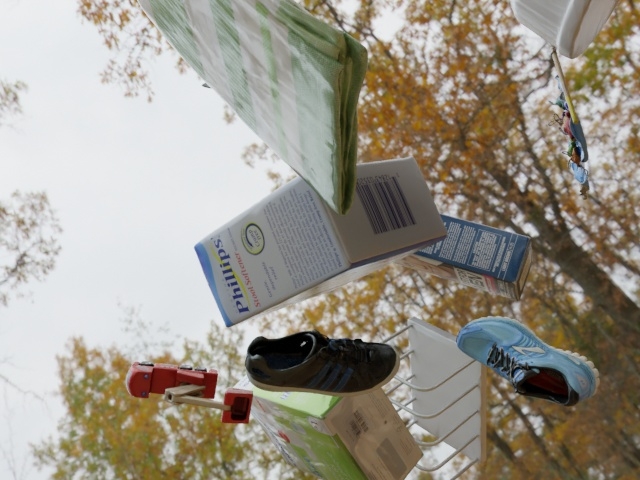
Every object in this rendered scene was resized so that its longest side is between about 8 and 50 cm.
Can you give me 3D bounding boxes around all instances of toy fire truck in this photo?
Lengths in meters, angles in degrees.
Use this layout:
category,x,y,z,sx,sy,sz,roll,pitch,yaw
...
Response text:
category,x,y,z,sx,sy,sz,roll,pitch,yaw
toy fire truck,-0.204,0.231,1.073,0.192,0.135,0.047,8,-87,-10

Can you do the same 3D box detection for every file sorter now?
category,x,y,z,sx,sy,sz,roll,pitch,yaw
file sorter,0.207,0.336,1.412,0.173,0.193,0.277,-24,-59,-34

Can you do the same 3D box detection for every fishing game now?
category,x,y,z,sx,sy,sz,roll,pitch,yaw
fishing game,0.383,-0.163,1.088,0.041,0.189,0.264,-15,-23,18

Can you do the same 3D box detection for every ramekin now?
category,x,y,z,sx,sy,sz,roll,pitch,yaw
ramekin,0.404,-0.429,1.076,0.273,0.127,0.272,-48,-20,-24

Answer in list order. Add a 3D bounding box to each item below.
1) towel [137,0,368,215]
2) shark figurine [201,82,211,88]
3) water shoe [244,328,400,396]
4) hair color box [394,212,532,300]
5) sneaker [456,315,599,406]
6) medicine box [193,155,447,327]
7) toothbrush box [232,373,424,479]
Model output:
category,x,y,z,sx,sy,sz,roll,pitch,yaw
towel,-0.081,-0.186,0.614,0.038,0.325,0.248,-40,-18,-14
shark figurine,-0.097,-0.339,0.949,0.166,0.116,0.278,-31,-36,-30
water shoe,0.006,0.155,0.892,0.203,0.072,0.080,-4,-37,-6
hair color box,0.265,0.017,1.489,0.105,0.347,0.174,-69,-23,-10
sneaker,0.226,0.136,0.784,0.073,0.162,0.063,-21,-55,-53
medicine box,0.000,0.000,1.100,0.289,0.149,0.264,-29,-10,41
toothbrush box,0.007,0.312,1.214,0.122,0.283,0.206,-42,-67,-27
